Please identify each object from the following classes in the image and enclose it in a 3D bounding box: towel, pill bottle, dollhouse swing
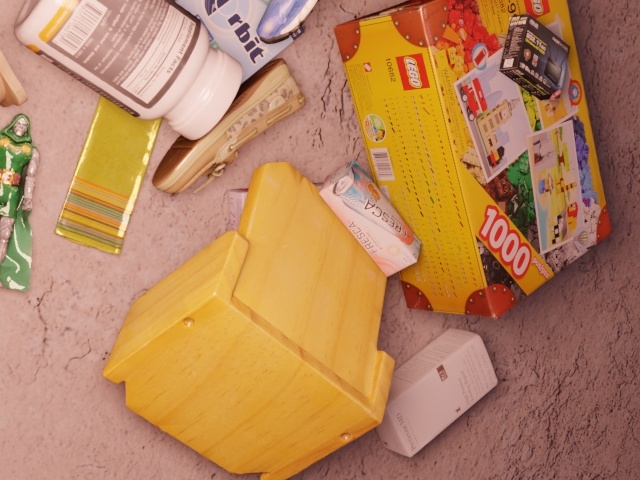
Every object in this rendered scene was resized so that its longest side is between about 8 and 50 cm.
[{"bbox_3d":[-0.297,-0.105,1.372,0.102,0.021,0.237,21,84,-34],"label":"towel"},{"bbox_3d":[-0.252,-0.262,1.291,0.278,0.162,0.162,33,78,-29],"label":"pill bottle"},{"bbox_3d":[-0.091,0.115,1.445,0.315,0.305,0.347,-35,123,23],"label":"dollhouse swing"}]

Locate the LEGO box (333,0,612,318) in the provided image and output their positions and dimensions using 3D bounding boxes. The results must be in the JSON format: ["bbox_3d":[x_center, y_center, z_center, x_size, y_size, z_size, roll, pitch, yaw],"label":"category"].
[{"bbox_3d":[0.270,-0.175,1.601,0.372,0.193,0.500,-30,111,-37],"label":"LEGO box"}]

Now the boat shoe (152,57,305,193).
[{"bbox_3d":[-0.129,-0.157,1.426,0.285,0.105,0.089,-46,115,-21],"label":"boat shoe"}]

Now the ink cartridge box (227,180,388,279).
[{"bbox_3d":[0.000,0.000,1.558,0.311,0.065,0.185,-7,100,-34],"label":"ink cartridge box"}]

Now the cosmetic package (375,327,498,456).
[{"bbox_3d":[0.197,0.266,1.703,0.231,0.085,0.117,-36,113,-26],"label":"cosmetic package"}]

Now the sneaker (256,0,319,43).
[{"bbox_3d":[-0.044,-0.450,1.406,0.147,0.130,0.330,16,91,-10],"label":"sneaker"}]

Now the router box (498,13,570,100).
[{"bbox_3d":[0.335,-0.285,1.498,0.122,0.038,0.092,23,75,-40],"label":"router box"}]

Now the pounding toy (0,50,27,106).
[{"bbox_3d":[-0.494,-0.232,1.163,0.155,0.154,0.269,-42,135,-22],"label":"pounding toy"}]

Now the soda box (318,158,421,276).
[{"bbox_3d":[0.080,-0.033,1.496,0.183,0.063,0.058,50,31,-18],"label":"soda box"}]

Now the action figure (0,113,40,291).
[{"bbox_3d":[-0.426,-0.058,1.272,0.137,0.063,0.232,16,84,-30],"label":"action figure"}]

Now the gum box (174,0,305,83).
[{"bbox_3d":[-0.133,-0.327,1.441,0.184,0.041,0.157,-43,117,-21],"label":"gum box"}]
